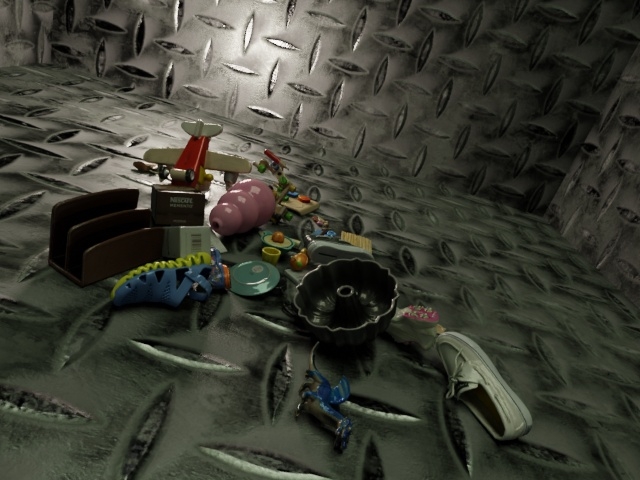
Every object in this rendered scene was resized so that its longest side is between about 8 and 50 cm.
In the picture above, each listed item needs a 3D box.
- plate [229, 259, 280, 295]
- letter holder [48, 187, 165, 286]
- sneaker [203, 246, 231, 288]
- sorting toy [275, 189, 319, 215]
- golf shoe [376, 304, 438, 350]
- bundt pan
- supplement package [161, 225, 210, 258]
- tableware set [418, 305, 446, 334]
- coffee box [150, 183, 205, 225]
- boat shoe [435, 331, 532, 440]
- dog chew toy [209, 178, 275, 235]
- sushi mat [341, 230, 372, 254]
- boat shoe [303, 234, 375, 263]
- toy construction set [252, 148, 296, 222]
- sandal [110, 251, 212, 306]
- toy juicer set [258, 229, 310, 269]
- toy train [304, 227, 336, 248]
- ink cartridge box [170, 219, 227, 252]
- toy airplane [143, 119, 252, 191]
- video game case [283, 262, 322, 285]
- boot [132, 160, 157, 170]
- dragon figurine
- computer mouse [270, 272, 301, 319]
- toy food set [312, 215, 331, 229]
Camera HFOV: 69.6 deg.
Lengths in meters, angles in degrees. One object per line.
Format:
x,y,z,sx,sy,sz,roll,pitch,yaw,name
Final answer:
-0.232,0.117,1.558,0.188,0.024,0.188,1,35,0,plate
-0.637,-0.028,1.407,0.152,0.215,0.302,27,25,19,letter holder
-0.366,0.088,1.528,0.087,0.083,0.221,-10,30,-26,sneaker
-0.159,-0.196,2.309,0.229,0.041,0.307,27,25,18,sorting toy
0.240,0.278,1.531,0.306,0.140,0.115,8,20,37,golf shoe
0.087,0.203,1.444,0.330,0.124,0.331,-8,34,5,bundt pan
-0.448,0.005,1.523,0.105,0.105,0.179,-3,2,-37,supplement package
0.371,0.298,1.678,0.141,0.020,0.168,-8,35,-45,tableware set
-0.536,-0.137,1.714,0.168,0.119,0.297,2,11,-24,coffee box
0.430,0.422,1.348,0.156,0.136,0.367,-2,41,-32,boat shoe
-0.324,-0.123,1.865,0.206,0.207,0.332,25,33,14,dog chew toy
0.160,0.043,2.061,0.151,0.019,0.316,16,24,-2,sushi mat
0.079,0.039,1.820,0.335,0.121,0.119,20,29,-38,boat shoe
-0.187,-0.226,2.066,0.237,0.309,0.257,38,56,15,toy construction set
-0.439,0.133,1.338,0.317,0.126,0.138,-17,72,-38,sandal
-0.132,0.014,1.808,0.209,0.090,0.329,9,20,-13,toy juicer set
0.000,0.000,1.972,0.105,0.080,0.184,17,24,11,toy train
-0.454,-0.001,1.718,0.145,0.045,0.179,-12,57,-50,ink cartridge box
-0.551,-0.339,2.050,0.384,0.272,0.386,-32,60,-16,toy airplane
-0.013,0.148,1.718,0.190,0.022,0.173,-9,35,-47,video game case
-0.816,-0.353,2.184,0.118,0.042,0.087,19,18,-3,boot
0.021,0.388,1.158,0.144,0.085,0.289,17,25,-4,dragon figurine
-0.128,0.184,1.551,0.071,0.041,0.242,-9,42,-32,computer mouse
0.002,-0.092,2.231,0.077,0.019,0.122,-4,33,-40,toy food set
